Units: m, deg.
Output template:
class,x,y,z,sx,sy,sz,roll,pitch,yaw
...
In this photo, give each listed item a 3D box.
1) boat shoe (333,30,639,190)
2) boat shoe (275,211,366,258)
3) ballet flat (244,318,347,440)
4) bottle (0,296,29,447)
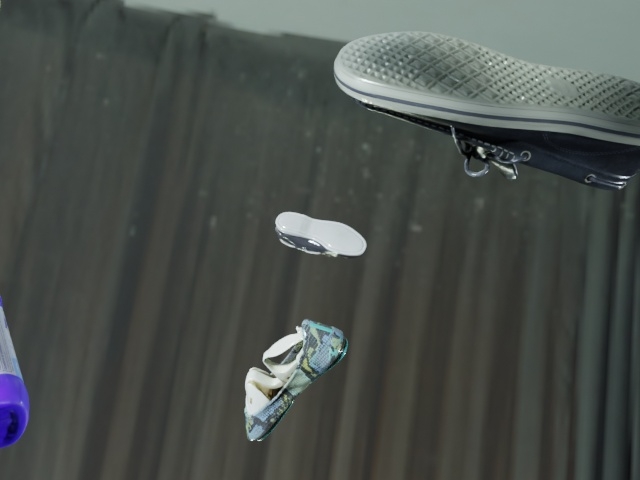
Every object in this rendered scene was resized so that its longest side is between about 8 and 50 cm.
class,x,y,z,sx,sy,sz,roll,pitch,yaw
boat shoe,0.252,-0.170,2.152,0.500,0.186,0.156,10,128,-16
boat shoe,0.000,0.000,1.997,0.125,0.046,0.038,15,142,12
ballet flat,-0.046,0.150,1.697,0.070,0.070,0.188,22,124,-29
bottle,-0.413,0.105,1.789,0.092,0.283,0.118,-8,143,-22
